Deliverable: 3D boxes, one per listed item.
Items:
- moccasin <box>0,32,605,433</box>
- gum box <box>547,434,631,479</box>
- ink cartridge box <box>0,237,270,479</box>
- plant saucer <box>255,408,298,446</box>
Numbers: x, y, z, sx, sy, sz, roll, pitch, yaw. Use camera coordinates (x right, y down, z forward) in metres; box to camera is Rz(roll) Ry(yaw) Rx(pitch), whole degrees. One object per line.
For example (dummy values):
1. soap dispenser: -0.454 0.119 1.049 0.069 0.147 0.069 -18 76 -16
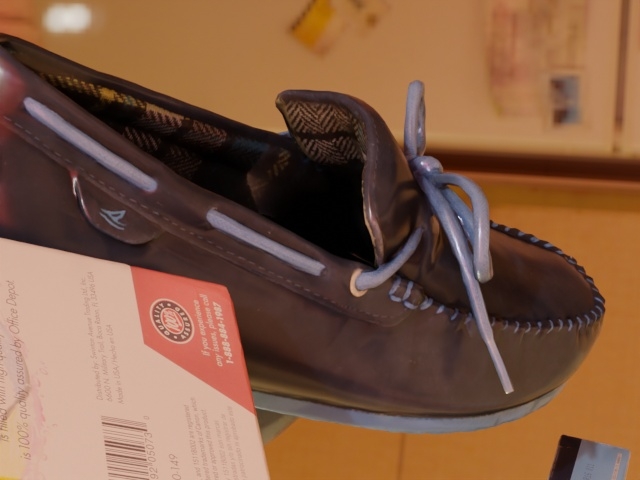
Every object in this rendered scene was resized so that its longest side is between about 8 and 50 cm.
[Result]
1. moccasin: 0.000 0.000 0.643 0.342 0.138 0.117 7 118 -41
2. gum box: 0.119 0.221 0.835 0.157 0.041 0.184 -61 158 -50
3. ink cartridge box: -0.120 0.056 0.492 0.067 0.198 0.115 -56 -147 35
4. plant saucer: -0.140 0.040 0.797 0.317 0.317 0.044 -58 143 -54
